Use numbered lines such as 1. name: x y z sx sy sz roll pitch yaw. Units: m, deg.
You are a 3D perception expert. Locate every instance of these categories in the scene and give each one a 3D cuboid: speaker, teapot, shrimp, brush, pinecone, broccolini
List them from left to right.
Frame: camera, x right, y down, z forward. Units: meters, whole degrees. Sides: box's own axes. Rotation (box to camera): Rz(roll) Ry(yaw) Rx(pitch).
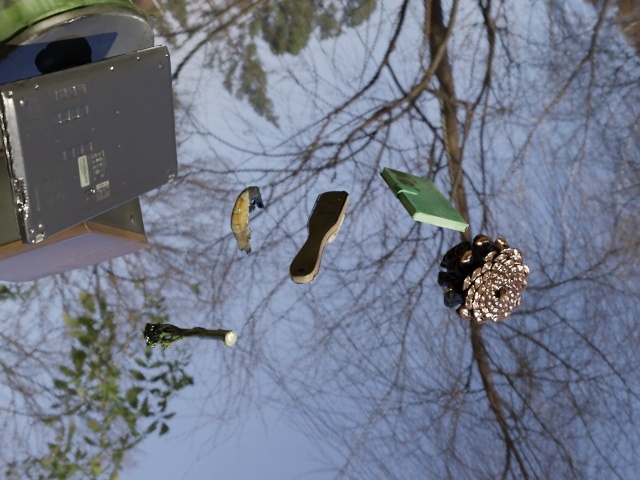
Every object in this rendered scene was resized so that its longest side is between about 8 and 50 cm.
1. teapot: -0.332 -0.276 0.707 0.270 0.337 0.200 -26 174 -34
2. speaker: -0.390 -0.043 1.019 0.231 0.153 0.192 -16 169 15
3. broccolini: -0.353 0.257 1.893 0.392 0.079 0.074 -5 -109 51
4. shrimp: -0.191 -0.058 1.953 0.051 0.217 0.150 17 -130 15
5. brush: 0.000 0.000 1.467 0.070 0.065 0.327 2 -148 14
6. pinecone: 0.347 0.081 1.591 0.208 0.207 0.207 -25 -153 14

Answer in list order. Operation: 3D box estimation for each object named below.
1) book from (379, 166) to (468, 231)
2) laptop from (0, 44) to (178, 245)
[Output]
1. book: 0.153 -0.065 1.095 0.017 0.103 0.135 -63 -148 26
2. laptop: -0.183 -0.084 0.602 0.016 0.129 0.180 16 -149 26
